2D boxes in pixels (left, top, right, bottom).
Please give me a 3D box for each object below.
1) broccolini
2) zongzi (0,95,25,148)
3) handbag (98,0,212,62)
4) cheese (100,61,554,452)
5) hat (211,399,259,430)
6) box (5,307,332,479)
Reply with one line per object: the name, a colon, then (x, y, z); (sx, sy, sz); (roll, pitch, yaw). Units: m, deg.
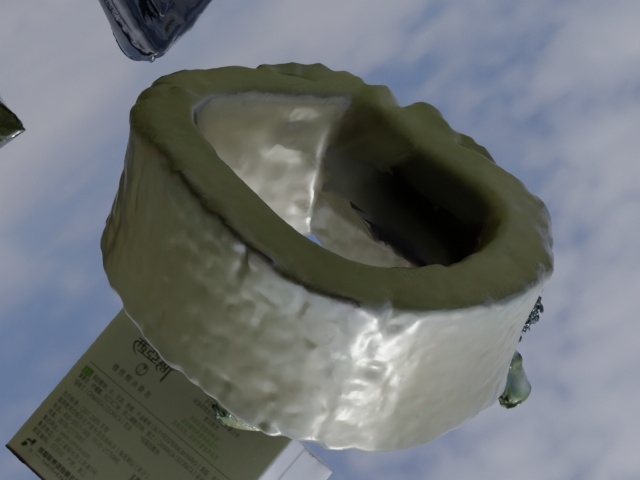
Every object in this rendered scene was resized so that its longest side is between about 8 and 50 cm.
broccolini: (0.177, 0.112, 1.824); (0.074, 0.079, 0.392); (-63, 162, -13)
zongzi: (-0.407, -0.058, 1.802); (0.393, 0.174, 0.356); (46, -55, 41)
handbag: (-0.179, -0.349, 1.954); (0.088, 0.275, 0.244); (4, -136, 32)
cheese: (0.001, 0.001, 1.481); (0.292, 0.332, 0.153); (-19, 141, -43)
hat: (-0.046, 0.120, 1.586); (0.076, 0.077, 0.059); (-11, -159, -29)
box: (-0.149, 0.213, 1.895); (0.194, 0.111, 0.260); (-49, -126, -6)
